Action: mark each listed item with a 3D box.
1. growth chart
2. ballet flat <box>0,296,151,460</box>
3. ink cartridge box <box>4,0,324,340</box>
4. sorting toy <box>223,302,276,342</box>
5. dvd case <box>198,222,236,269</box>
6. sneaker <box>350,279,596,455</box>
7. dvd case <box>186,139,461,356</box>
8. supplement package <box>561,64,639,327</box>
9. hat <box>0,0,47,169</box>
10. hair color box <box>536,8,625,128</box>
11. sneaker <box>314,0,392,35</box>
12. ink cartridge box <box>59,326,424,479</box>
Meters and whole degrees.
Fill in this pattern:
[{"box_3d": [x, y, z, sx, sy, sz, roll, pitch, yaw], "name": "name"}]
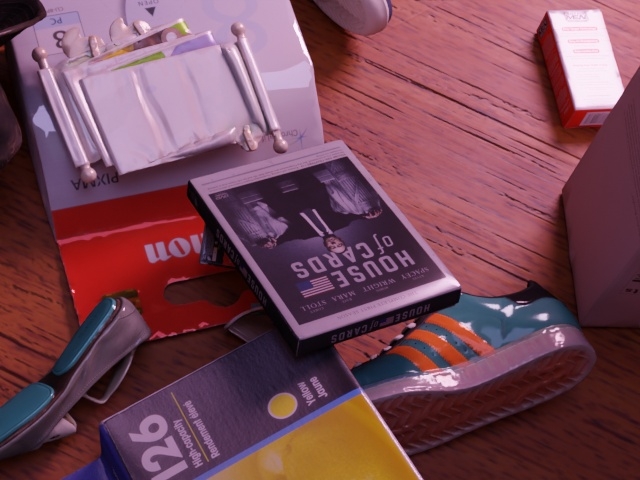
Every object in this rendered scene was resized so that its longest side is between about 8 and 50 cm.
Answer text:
[{"box_3d": [-0.164, -0.151, 1.372, 0.237, 0.021, 0.172, -12, 81, -16], "name": "growth chart"}, {"box_3d": [-0.240, 0.147, 1.263, 0.213, 0.072, 0.068, -49, 117, -18], "name": "ballet flat"}, {"box_3d": [-0.143, -0.100, 1.402, 0.308, 0.091, 0.385, -12, 64, -17], "name": "ink cartridge box"}, {"box_3d": [-0.045, 0.086, 1.321, 0.083, 0.075, 0.045, 34, 69, -3], "name": "sorting toy"}, {"box_3d": [-0.060, -0.008, 1.372, 0.119, 0.013, 0.087, 9, 76, -11], "name": "dvd case"}, {"box_3d": [0.114, 0.125, 1.335, 0.302, 0.108, 0.121, -15, 46, -12], "name": "sneaker"}, {"box_3d": [0.000, 0.000, 1.301, 0.179, 0.029, 0.238, -17, 47, -25], "name": "dvd case"}, {"box_3d": [0.380, -0.046, 1.359, 0.175, 0.293, 0.177, 3, 62, -9], "name": "supplement package"}, {"box_3d": [-0.386, -0.102, 1.297, 0.331, 0.331, 0.134, -40, 113, -26], "name": "hat"}, {"box_3d": [0.308, -0.203, 1.571, 0.072, 0.043, 0.141, -3, 64, -13], "name": "hair color box"}, {"box_3d": [0.021, -0.399, 1.568, 0.148, 0.131, 0.350, -23, 69, -17], "name": "sneaker"}, {"box_3d": [-0.069, 0.246, 1.162, 0.307, 0.072, 0.303, -28, 54, -10], "name": "ink cartridge box"}]
